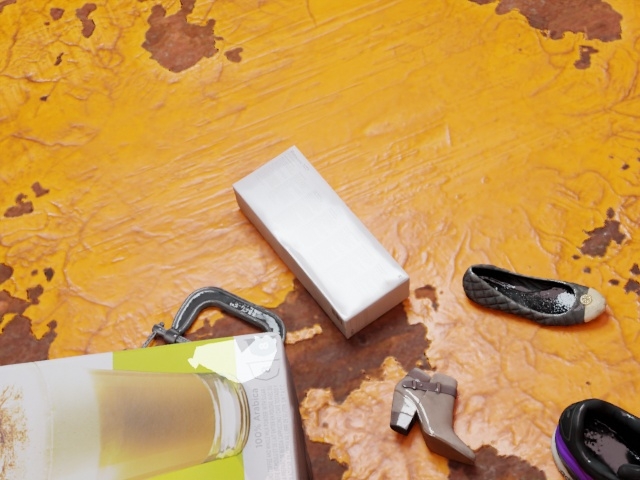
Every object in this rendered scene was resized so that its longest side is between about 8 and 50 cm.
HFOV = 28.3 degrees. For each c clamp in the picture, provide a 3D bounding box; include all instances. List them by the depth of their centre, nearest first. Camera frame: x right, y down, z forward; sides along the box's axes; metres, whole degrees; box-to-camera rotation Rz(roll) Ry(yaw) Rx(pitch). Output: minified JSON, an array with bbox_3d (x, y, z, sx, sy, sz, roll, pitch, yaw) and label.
[{"bbox_3d":[-0.128,0.122,1.530,0.161,0.022,0.137,18,59,16],"label":"c clamp"}]

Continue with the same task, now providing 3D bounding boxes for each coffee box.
[{"bbox_3d":[-0.171,0.327,1.234,0.335,0.338,0.337,-7,60,1],"label":"coffee box"}]

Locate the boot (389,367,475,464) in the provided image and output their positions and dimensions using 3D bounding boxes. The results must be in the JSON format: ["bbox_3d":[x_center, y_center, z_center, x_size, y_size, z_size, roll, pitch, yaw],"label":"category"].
[{"bbox_3d":[0.137,0.197,1.457,0.119,0.042,0.087,25,58,10],"label":"boot"}]

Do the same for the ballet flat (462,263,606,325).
[{"bbox_3d":[0.254,0.065,1.513,0.173,0.049,0.057,9,63,9],"label":"ballet flat"}]

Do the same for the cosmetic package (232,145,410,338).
[{"bbox_3d":[0.000,0.000,1.562,0.099,0.060,0.239,-34,64,-12],"label":"cosmetic package"}]

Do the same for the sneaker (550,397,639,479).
[{"bbox_3d":[0.363,0.274,1.334,0.293,0.146,0.102,39,71,23],"label":"sneaker"}]
